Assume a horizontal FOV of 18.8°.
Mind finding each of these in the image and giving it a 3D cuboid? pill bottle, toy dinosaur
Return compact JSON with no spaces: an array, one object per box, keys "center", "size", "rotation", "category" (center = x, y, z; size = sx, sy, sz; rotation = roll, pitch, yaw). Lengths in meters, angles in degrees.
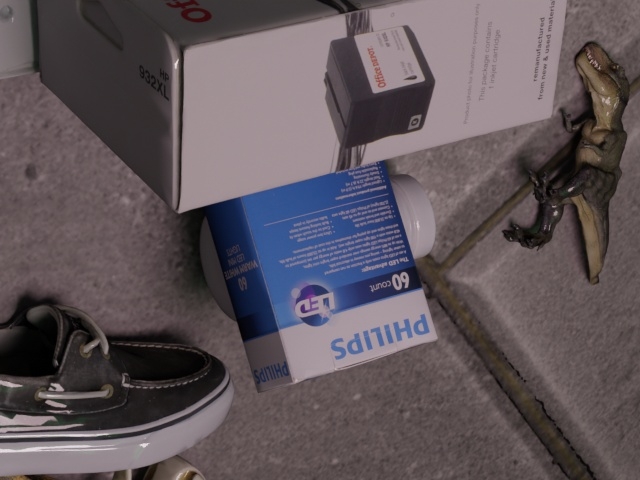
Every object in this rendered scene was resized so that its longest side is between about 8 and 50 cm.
[{"center":[0.000,0.000,1.611],"size":[0.184,0.103,0.103],"rotation":[-15,125,-27],"category":"pill bottle"},{"center":[0.233,-0.044,1.784],"size":[0.118,0.064,0.268],"rotation":[-25,132,-30],"category":"toy dinosaur"}]

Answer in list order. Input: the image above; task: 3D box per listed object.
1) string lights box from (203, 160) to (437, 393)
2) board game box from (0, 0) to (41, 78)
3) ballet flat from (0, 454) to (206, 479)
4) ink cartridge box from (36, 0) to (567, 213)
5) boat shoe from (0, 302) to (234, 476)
[{"center":[-0.015,-0.025,1.506],"size":[0.133,0.077,0.259],"rotation":[-14,86,-28],"category":"string lights box"},{"center":[-0.124,-0.321,1.361],"size":[0.390,0.050,0.390],"rotation":[-14,124,-28],"category":"board game box"},{"center":[-0.163,0.230,1.638],"size":[0.348,0.123,0.123],"rotation":[14,108,-40],"category":"ballet flat"},{"center":[-0.017,-0.151,1.354],"size":[0.307,0.223,0.129],"rotation":[-15,125,-28],"category":"ink cartridge box"},{"center":[-0.209,0.110,1.517],"size":[0.335,0.121,0.119],"rotation":[-7,116,-36],"category":"boat shoe"}]
